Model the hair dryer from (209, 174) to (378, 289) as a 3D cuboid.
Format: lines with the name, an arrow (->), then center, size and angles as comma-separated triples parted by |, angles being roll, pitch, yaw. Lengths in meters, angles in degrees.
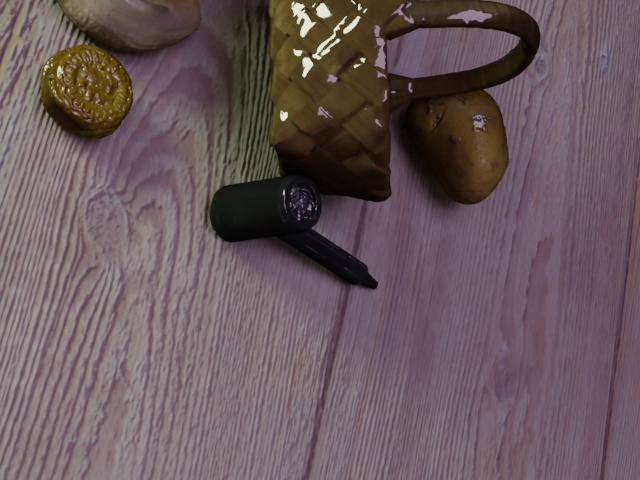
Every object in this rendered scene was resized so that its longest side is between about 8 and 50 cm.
hair dryer -> 0.000, 0.000, 1.236 | 0.255, 0.128, 0.070 | 31, 64, -37

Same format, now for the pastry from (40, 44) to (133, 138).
pastry -> -0.256, -0.165, 1.126 | 0.097, 0.057, 0.109 | -6, 84, -37

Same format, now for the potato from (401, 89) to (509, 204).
potato -> 0.191, -0.139, 1.384 | 0.137, 0.137, 0.176 | -42, 107, -33

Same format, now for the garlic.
garlic -> -0.219, -0.269, 1.160 | 0.196, 0.087, 0.101 | 19, 57, -27

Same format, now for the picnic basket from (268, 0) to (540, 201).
picnic basket -> 0.097, -0.214, 1.205 | 0.337, 0.293, 0.337 | 0, 80, 3
